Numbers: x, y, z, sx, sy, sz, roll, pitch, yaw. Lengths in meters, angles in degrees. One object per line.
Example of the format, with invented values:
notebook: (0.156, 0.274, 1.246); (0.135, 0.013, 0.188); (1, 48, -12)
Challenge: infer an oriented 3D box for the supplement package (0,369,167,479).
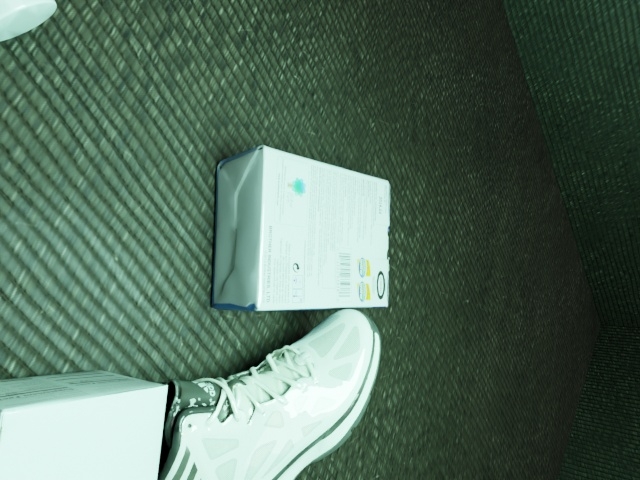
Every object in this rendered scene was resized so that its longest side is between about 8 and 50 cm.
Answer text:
supplement package: (-0.317, 0.302, 0.516); (0.204, 0.145, 0.262); (18, 75, -59)

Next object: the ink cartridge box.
ink cartridge box: (0.000, 0.000, 0.870); (0.395, 0.151, 0.270); (6, 84, -42)

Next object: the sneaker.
sneaker: (-0.089, 0.245, 0.684); (0.447, 0.169, 0.257); (-49, 131, -17)

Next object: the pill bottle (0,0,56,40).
pill bottle: (-0.426, -0.365, 0.498); (0.136, 0.136, 0.246); (-47, 118, -35)
